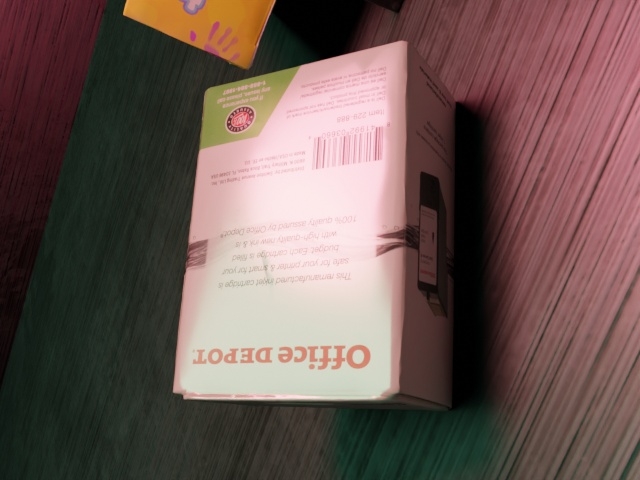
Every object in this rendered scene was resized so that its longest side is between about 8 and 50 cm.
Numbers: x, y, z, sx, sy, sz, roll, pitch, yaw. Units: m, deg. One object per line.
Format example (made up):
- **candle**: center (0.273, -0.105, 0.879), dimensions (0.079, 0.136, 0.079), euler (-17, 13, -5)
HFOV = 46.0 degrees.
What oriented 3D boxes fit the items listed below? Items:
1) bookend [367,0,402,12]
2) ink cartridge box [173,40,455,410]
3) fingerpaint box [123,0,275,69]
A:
- **bookend**: center (0.060, -0.357, 0.833), dimensions (0.157, 0.072, 0.156), euler (-65, 29, 22)
- **ink cartridge box**: center (0.000, 0.000, 0.658), dimensions (0.211, 0.121, 0.289), euler (-5, 71, 29)
- **fingerpaint box**: center (-0.062, -0.481, 0.904), dimensions (0.371, 0.163, 0.444), euler (-90, 25, -61)
